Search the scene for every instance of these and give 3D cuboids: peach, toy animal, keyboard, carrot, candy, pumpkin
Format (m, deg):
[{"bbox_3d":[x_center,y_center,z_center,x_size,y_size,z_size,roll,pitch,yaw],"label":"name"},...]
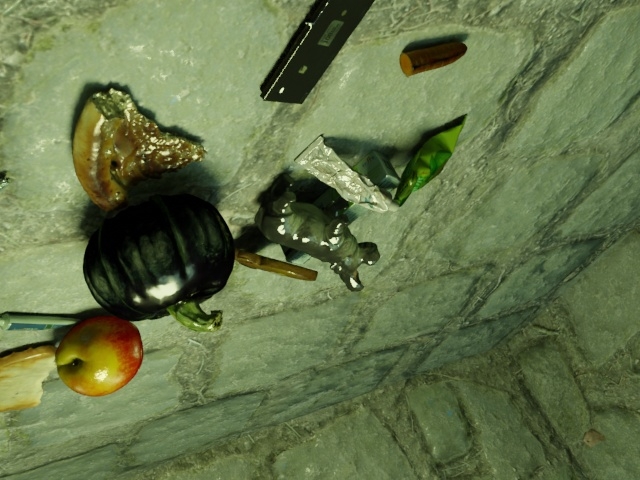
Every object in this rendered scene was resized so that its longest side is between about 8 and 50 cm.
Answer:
[{"bbox_3d":[-0.519,0.272,1.543,0.190,0.190,0.192,-39,159,25],"label":"peach"},{"bbox_3d":[0.015,-0.007,1.446,0.343,0.106,0.168,35,121,-29],"label":"toy animal"},{"bbox_3d":[0.008,-0.346,1.058,0.106,0.027,0.317,-4,146,-44],"label":"keyboard"},{"bbox_3d":[0.218,-0.345,1.227,0.139,0.048,0.048,-18,153,-19],"label":"carrot"},{"bbox_3d":[0.245,-0.180,1.494,0.246,0.069,0.149,-40,169,-24],"label":"candy"},{"bbox_3d":[-0.297,0.065,1.252,0.295,0.296,0.296,-21,153,-11],"label":"pumpkin"}]

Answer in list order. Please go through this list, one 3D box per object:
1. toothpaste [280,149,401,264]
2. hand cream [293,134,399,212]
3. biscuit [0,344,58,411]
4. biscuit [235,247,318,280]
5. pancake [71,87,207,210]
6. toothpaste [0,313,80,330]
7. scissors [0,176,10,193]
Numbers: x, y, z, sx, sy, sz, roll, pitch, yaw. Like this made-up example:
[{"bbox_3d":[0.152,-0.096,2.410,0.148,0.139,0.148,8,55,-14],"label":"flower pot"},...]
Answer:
[{"bbox_3d":[0.036,-0.070,1.523,0.336,0.081,0.067,-40,150,25],"label":"toothpaste"},{"bbox_3d":[0.068,-0.124,1.383,0.256,0.050,0.084,32,123,-27],"label":"hand cream"},{"bbox_3d":[-0.771,0.349,1.608,0.204,0.040,0.309,-5,146,-37],"label":"biscuit"},{"bbox_3d":[-0.113,0.057,1.505,0.236,0.039,0.179,11,174,37],"label":"biscuit"},{"bbox_3d":[-0.298,-0.147,1.108,0.244,0.057,0.266,-8,149,-32],"label":"pancake"},{"bbox_3d":[-0.632,0.183,1.440,0.057,0.035,0.197,-23,160,31],"label":"toothpaste"},{"bbox_3d":[-0.640,-0.001,1.104,0.360,0.029,0.191,-38,156,18],"label":"scissors"}]
